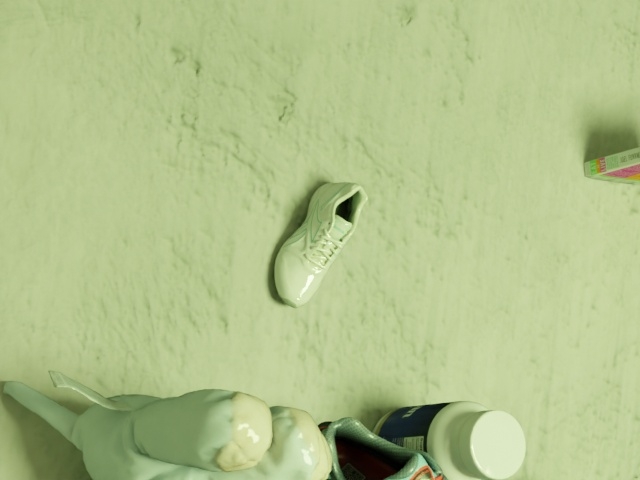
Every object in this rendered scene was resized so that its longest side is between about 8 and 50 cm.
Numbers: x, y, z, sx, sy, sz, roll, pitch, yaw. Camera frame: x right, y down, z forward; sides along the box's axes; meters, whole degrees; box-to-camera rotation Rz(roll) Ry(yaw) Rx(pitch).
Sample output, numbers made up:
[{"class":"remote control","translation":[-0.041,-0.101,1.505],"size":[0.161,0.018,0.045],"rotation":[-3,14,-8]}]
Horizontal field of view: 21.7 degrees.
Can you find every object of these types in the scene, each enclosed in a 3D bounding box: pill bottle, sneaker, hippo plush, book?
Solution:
[{"class":"pill bottle","translation":[0.132,0.214,1.716],"size":[0.094,0.169,0.094],"rotation":[6,79,-31]},{"class":"sneaker","translation":[0.000,0.000,1.737],"size":[0.054,0.061,0.152],"rotation":[35,67,-24]},{"class":"hippo plush","translation":[-0.129,0.262,1.509],"size":[0.294,0.234,0.236],"rotation":[16,73,-29]},{"class":"sneaker","translation":[0.089,0.270,1.640],"size":[0.262,0.125,0.104],"rotation":[32,55,17]},{"class":"book","translation":[0.390,-0.093,1.943],"size":[0.096,0.144,0.035],"rotation":[-1,82,-32]}]
